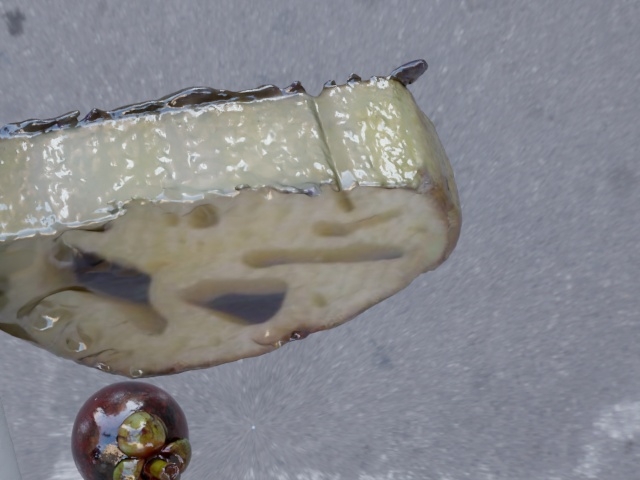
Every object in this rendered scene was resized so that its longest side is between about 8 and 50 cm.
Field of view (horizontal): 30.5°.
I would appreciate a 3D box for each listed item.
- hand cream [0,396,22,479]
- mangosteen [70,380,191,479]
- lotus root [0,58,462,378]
[{"bbox_3d":[-0.170,0.064,0.430,0.139,0.314,0.089,11,43,13],"label":"hand cream"},{"bbox_3d":[-0.259,0.295,1.662,0.199,0.200,0.200,1,81,-3],"label":"mangosteen"},{"bbox_3d":[-0.061,0.000,0.566,0.260,0.170,0.074,-13,58,-8],"label":"lotus root"}]
